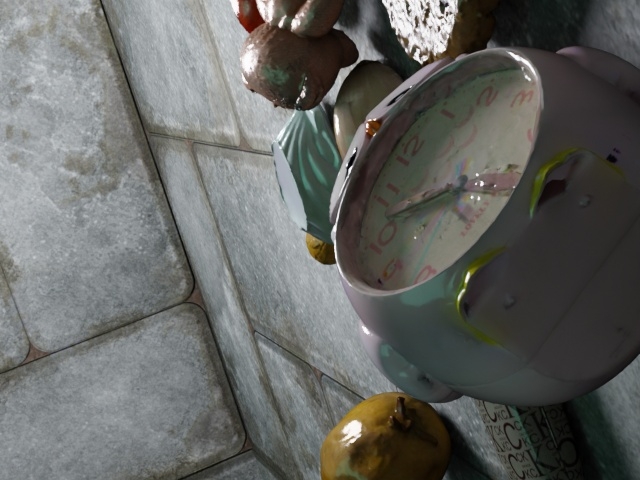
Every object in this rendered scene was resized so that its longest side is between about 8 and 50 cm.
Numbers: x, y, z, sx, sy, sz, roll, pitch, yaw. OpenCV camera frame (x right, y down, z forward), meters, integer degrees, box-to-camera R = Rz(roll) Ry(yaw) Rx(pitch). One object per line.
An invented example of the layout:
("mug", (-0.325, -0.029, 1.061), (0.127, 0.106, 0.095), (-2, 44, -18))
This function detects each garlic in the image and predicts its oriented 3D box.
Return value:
("garlic", (0.086, -0.163, 1.696), (0.115, 0.128, 0.206), (-21, 82, 50))

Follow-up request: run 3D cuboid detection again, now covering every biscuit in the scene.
("biscuit", (0.129, -0.332, 1.379), (0.296, 0.075, 0.295), (165, 90, -76))

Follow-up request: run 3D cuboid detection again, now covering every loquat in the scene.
("loquat", (0.108, 0.357, 2.040), (0.193, 0.238, 0.238), (48, 159, 12))

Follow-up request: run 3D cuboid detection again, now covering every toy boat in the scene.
("toy boat", (-0.009, -0.097, 2.066), (0.199, 0.100, 0.290), (40, 149, 58))

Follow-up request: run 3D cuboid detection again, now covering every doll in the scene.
("doll", (-0.005, -0.327, 1.722), (0.201, 0.156, 0.303), (32, 108, 54))

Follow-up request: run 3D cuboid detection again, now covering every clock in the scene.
("clock", (0.172, -0.022, 1.207), (0.250, 0.368, 0.376), (33, -174, -29))

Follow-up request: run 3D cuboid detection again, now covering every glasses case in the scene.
("glasses case", (0.250, 0.191, 1.618), (0.354, 0.085, 0.137), (68, 162, 1))

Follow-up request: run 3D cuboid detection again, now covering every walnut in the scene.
("walnut", (0.000, 0.000, 2.235), (0.121, 0.052, 0.091), (103, 146, -59))

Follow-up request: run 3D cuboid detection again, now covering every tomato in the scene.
("tomato", (-0.060, -0.376, 1.842), (0.091, 0.139, 0.159), (-21, 60, 48))
